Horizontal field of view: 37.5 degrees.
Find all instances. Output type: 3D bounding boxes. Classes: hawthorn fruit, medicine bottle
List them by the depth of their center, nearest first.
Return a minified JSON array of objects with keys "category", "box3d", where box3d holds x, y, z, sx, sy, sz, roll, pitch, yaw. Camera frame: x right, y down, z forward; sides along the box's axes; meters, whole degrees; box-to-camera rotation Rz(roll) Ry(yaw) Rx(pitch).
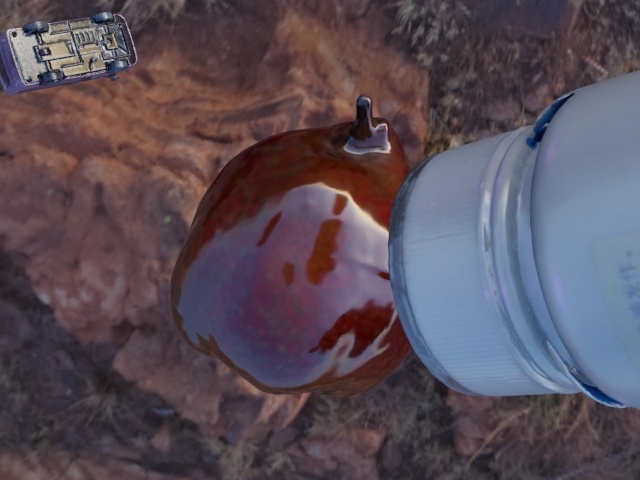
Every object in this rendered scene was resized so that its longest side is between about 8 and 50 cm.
[{"category":"medicine bottle","box3d":[0.161,-0.005,0.371,0.258,0.143,0.143,-12,117,41]},{"category":"hawthorn fruit","box3d":[0.000,0.000,0.741,0.208,0.208,0.248,27,114,-2]}]

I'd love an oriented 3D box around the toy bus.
[{"category":"toy bus","box3d":[-0.389,-0.283,1.444,0.108,0.199,0.096,-12,97,51]}]
